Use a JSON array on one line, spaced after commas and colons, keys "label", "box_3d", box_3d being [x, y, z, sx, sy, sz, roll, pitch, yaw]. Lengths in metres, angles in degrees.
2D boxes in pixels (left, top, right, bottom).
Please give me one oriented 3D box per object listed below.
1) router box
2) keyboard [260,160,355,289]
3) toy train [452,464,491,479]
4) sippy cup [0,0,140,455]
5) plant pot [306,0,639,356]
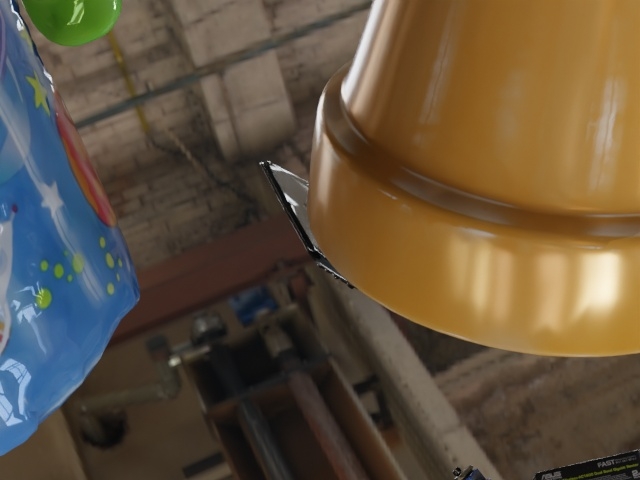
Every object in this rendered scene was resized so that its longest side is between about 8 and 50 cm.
[{"label": "router box", "box_3d": [0.286, 0.270, 1.422, 0.122, 0.092, 0.038, -12, -117, -8]}, {"label": "keyboard", "box_3d": [0.000, 0.000, 1.116, 0.038, 0.100, 0.192, -55, -153, 15]}, {"label": "toy train", "box_3d": [0.194, 0.298, 1.370, 0.158, 0.036, 0.027, 51, -135, 1]}, {"label": "sippy cup", "box_3d": [-0.189, -0.027, 0.471, 0.305, 0.224, 0.240, -35, -157, -12]}, {"label": "plant pot", "box_3d": [0.102, -0.086, 0.553, 0.205, 0.188, 0.205, 3, -147, -2]}]
